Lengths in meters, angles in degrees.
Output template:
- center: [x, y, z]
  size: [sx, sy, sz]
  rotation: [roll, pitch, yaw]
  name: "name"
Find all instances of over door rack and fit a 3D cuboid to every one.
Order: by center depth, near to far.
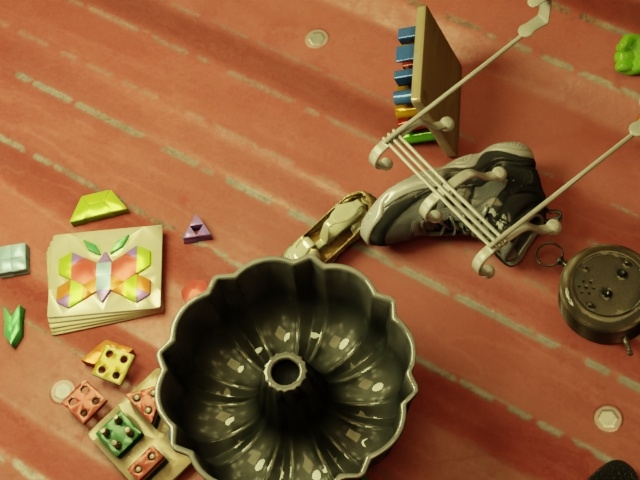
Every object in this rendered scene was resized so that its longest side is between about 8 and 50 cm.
- center: [0.260, -0.133, 1.707]
  size: [0.324, 0.108, 0.239]
  rotation: [-43, 64, 1]
  name: "over door rack"

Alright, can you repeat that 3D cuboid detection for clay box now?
- center: [-0.035, 0.263, 1.701]
  size: [0.127, 0.053, 0.222]
  rotation: [-26, 63, -6]
  name: "clay box"

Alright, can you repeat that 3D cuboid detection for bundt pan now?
- center: [-0.038, 0.188, 1.640]
  size: [0.331, 0.124, 0.331]
  rotation: [-3, 62, 5]
  name: "bundt pan"

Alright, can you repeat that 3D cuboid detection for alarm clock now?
- center: [0.368, 0.058, 1.734]
  size: [0.192, 0.064, 0.129]
  rotation: [34, 74, 26]
  name: "alarm clock"

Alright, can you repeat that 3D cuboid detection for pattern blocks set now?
- center: [-0.309, 0.053, 1.868]
  size: [0.325, 0.026, 0.285]
  rotation: [-19, 62, 0]
  name: "pattern blocks set"

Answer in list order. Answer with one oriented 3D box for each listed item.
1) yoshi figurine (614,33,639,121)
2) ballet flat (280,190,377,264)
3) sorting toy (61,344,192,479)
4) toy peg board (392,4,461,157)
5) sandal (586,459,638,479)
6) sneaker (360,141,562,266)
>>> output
- center: [0.511, -0.317, 1.825]
  size: [0.203, 0.203, 0.362]
  rotation: [1, 55, 22]
  name: "yoshi figurine"
- center: [0.000, 0.000, 1.819]
  size: [0.073, 0.067, 0.206]
  rotation: [39, 76, 23]
  name: "ballet flat"
- center: [-0.232, 0.249, 1.733]
  size: [0.132, 0.046, 0.274]
  rotation: [-43, 68, -10]
  name: "sorting toy"
- center: [0.139, -0.222, 1.865]
  size: [0.079, 0.160, 0.161]
  rotation: [-7, 61, 24]
  name: "toy peg board"
- center: [0.322, 0.338, 1.616]
  size: [0.179, 0.040, 0.067]
  rotation: [-28, 67, -21]
  name: "sandal"
- center: [0.197, -0.026, 1.778]
  size: [0.268, 0.101, 0.153]
  rotation: [-24, 60, -6]
  name: "sneaker"
